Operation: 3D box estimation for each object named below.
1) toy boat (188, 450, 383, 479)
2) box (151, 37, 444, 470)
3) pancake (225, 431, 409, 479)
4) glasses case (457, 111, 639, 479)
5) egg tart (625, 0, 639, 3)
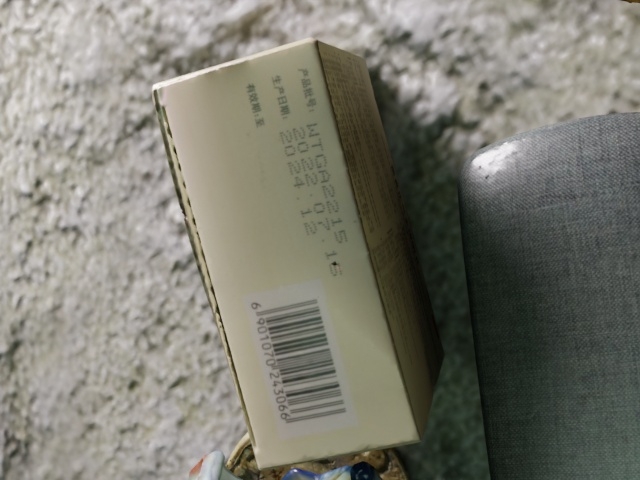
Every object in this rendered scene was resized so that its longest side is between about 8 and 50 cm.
[{"bbox_3d":[-0.060,0.218,0.559,0.115,0.114,0.262,30,115,-7],"label":"toy boat"},{"bbox_3d":[0.000,0.000,0.508,0.095,0.168,0.212,-14,94,16],"label":"box"},{"bbox_3d":[-0.003,0.195,0.618,0.158,0.028,0.158,3,101,14],"label":"pancake"},{"bbox_3d":[0.157,0.094,0.479,0.131,0.074,0.323,-11,78,27],"label":"glasses case"},{"bbox_3d":[0.188,-0.221,0.460,0.191,0.074,0.191,3,101,17],"label":"egg tart"}]
